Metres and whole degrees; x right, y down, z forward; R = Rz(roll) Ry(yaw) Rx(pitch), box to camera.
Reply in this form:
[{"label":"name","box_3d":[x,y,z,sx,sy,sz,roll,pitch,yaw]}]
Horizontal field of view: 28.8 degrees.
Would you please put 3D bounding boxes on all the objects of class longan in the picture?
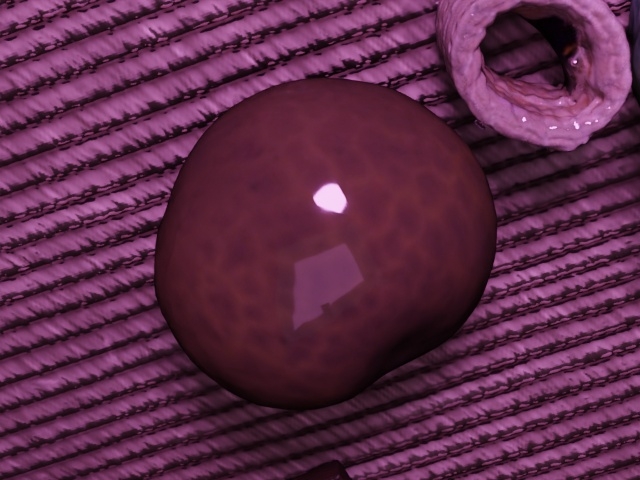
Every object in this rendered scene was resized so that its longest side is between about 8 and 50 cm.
[{"label":"longan","box_3d":[0.000,0.000,0.772,0.212,0.198,0.198,-44,111,8]}]

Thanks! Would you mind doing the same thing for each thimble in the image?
[{"label":"thimble","box_3d":[0.128,-0.118,0.765,0.102,0.090,0.115,-34,111,12]}]

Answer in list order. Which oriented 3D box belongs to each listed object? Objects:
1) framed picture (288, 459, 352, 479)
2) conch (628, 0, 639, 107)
[{"label":"framed picture","box_3d":[-0.001,0.264,0.999,0.128,0.023,0.168,-26,115,12]},{"label":"conch","box_3d":[0.322,-0.080,0.751,0.277,0.195,0.220,11,112,29]}]
